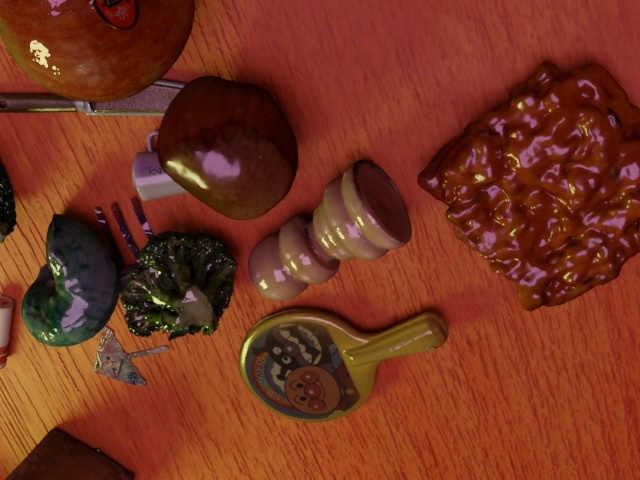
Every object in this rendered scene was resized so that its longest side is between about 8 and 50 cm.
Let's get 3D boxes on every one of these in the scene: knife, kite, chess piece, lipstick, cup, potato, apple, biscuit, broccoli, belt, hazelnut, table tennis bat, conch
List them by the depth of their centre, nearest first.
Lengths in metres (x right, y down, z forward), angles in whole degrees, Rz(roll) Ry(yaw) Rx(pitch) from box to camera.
[{"bbox_3d":[-0.297,-0.340,1.243,0.249,0.278,0.309,-11,140,-1],"label":"apple"},{"bbox_3d":[-0.119,-0.136,1.340,0.210,0.186,0.210,-5,101,-26],"label":"hazelnut"},{"bbox_3d":[0.344,-0.078,1.364,0.312,0.110,0.318,44,113,-12],"label":"biscuit"},{"bbox_3d":[-0.341,-0.218,1.437,0.342,0.027,0.061,2,112,7],"label":"knife"},{"bbox_3d":[0.000,0.000,1.449,0.260,0.143,0.143,-32,108,28],"label":"chess piece"},{"bbox_3d":[-0.227,-0.119,1.453,0.116,0.074,0.104,-8,86,8],"label":"cup"},{"bbox_3d":[-0.217,0.074,1.485,0.195,0.156,0.196,-5,114,-11],"label":"broccoli"},{"bbox_3d":[-0.540,-0.065,1.487,0.079,0.121,0.151,-10,119,10],"label":"belt"},{"bbox_3d":[-0.400,0.079,1.533,0.134,0.196,0.202,16,139,-26],"label":"conch"},{"bbox_3d":[-0.291,0.045,1.565,0.141,0.015,0.245,-15,114,12],"label":"kite"},{"bbox_3d":[0.036,0.196,1.572,0.368,0.054,0.224,-18,113,20],"label":"table tennis bat"},{"bbox_3d":[-0.556,0.160,1.644,0.038,0.038,0.131,16,117,0],"label":"lipstick"},{"bbox_3d":[-0.336,0.200,1.652,0.152,0.005,0.137,-24,111,17],"label":"kite"},{"bbox_3d":[-0.488,0.491,1.679,0.189,0.264,0.211,39,109,-1],"label":"potato"}]
